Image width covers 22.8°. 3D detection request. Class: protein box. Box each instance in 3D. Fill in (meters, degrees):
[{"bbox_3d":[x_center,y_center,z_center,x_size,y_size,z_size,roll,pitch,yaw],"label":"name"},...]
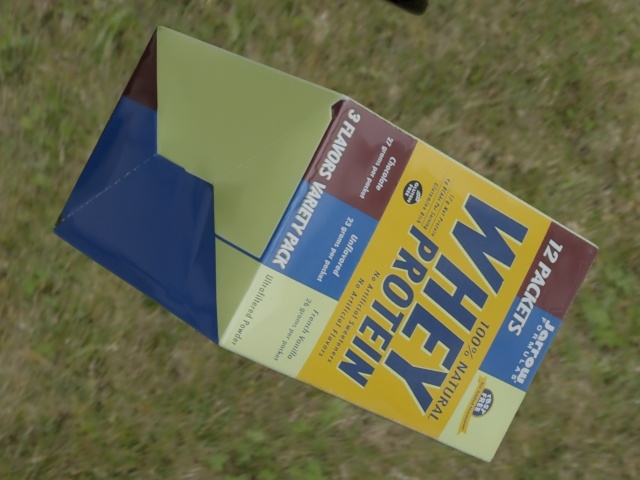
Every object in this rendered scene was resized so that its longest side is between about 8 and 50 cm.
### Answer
[{"bbox_3d":[0.000,0.000,0.881,0.201,0.200,0.136,27,90,-38],"label":"protein box"}]

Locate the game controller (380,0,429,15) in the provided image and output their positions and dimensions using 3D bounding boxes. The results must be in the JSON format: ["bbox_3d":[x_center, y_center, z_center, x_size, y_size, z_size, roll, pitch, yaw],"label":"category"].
[{"bbox_3d":[-0.078,-0.212,0.933,0.319,0.166,0.067,20,108,-34],"label":"game controller"}]
